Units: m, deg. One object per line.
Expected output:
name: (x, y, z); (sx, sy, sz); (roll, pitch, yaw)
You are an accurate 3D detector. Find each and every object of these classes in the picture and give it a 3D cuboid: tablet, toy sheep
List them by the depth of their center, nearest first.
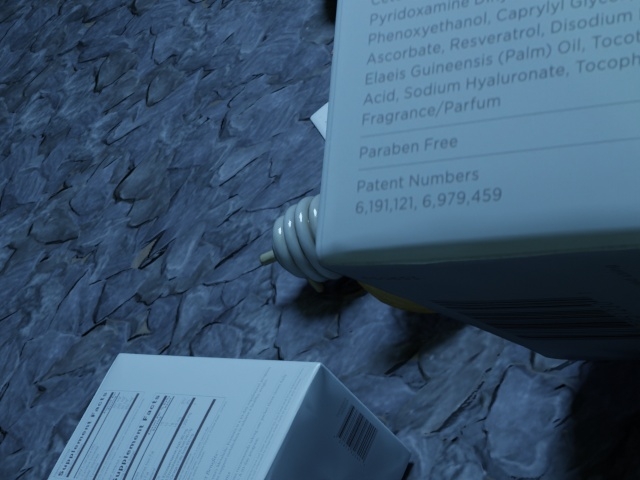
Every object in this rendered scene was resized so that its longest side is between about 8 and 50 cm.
toy sheep: (0.000, 0.000, 1.285); (0.132, 0.091, 0.091); (-25, 37, 22)
tablet: (0.021, -0.133, 1.488); (0.054, 0.006, 0.083); (-38, 34, 4)

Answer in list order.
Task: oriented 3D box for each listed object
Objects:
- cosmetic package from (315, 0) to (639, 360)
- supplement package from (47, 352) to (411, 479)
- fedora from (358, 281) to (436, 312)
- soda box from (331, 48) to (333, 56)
cosmetic package: (0.228, -0.144, 0.867); (0.327, 0.329, 0.393); (-4, 75, 35)
supplement package: (-0.077, 0.183, 1.107); (0.244, 0.139, 0.134); (-1, 51, 43)
fedora: (0.098, -0.028, 1.197); (0.194, 0.194, 0.079); (-47, -3, -9)
soda box: (0.073, -0.252, 1.521); (0.058, 0.063, 0.183); (-11, 44, 36)
